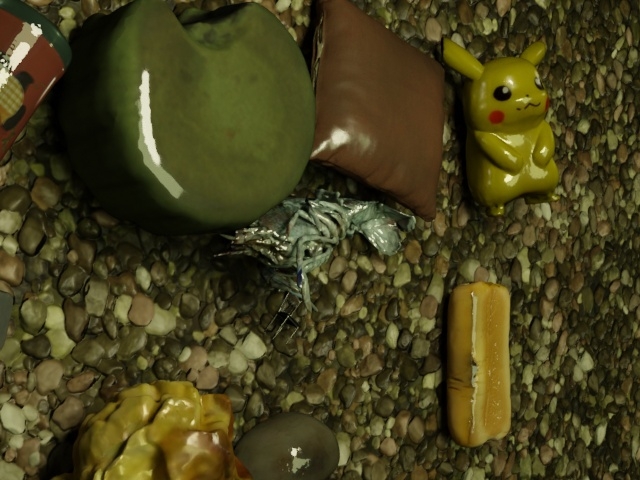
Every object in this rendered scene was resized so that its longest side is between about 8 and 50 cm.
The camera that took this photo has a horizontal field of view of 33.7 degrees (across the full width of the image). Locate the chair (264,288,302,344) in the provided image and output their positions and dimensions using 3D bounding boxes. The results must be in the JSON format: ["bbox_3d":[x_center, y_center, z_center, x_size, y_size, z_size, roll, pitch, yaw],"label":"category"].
[{"bbox_3d":[-0.049,0.120,1.661,0.037,0.042,0.086,49,62,-36],"label":"chair"}]

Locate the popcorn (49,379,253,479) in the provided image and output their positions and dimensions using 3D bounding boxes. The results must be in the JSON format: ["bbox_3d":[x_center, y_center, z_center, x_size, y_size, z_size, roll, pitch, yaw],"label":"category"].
[{"bbox_3d":[-0.235,0.338,1.407,0.332,0.225,0.265,-39,106,-9],"label":"popcorn"}]

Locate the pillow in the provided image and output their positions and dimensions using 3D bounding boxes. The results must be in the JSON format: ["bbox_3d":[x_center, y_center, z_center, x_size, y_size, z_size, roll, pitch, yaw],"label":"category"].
[{"bbox_3d":[0.098,-0.213,1.707,0.305,0.108,0.307,25,61,-38],"label":"pillow"}]

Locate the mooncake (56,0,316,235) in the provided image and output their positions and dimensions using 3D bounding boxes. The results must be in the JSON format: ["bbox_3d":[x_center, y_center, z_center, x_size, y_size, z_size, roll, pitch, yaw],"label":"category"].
[{"bbox_3d":[-0.177,-0.170,1.439,0.351,0.187,0.351,9,77,-43],"label":"mooncake"}]

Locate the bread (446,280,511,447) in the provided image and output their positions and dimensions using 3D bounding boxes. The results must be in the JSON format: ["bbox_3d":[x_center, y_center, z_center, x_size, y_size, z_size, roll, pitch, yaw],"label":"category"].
[{"bbox_3d":[0.284,0.223,1.924,0.142,0.091,0.305,-3,94,-48],"label":"bread"}]

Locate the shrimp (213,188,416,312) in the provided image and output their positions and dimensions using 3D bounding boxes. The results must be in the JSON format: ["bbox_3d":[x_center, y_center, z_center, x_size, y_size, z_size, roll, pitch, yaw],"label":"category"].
[{"bbox_3d":[-0.005,-0.002,1.622,0.221,0.166,0.410,-57,165,29],"label":"shrimp"}]

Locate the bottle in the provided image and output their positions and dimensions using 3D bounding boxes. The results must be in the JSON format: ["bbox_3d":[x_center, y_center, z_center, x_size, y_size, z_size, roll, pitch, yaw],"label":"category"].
[{"bbox_3d":[-0.438,-0.127,1.249,0.144,0.144,0.336,41,68,-35],"label":"bottle"}]

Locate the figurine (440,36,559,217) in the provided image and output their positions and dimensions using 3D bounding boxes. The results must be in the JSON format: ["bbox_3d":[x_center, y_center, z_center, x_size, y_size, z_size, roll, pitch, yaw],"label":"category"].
[{"bbox_3d":[0.341,-0.212,1.903,0.218,0.169,0.326,-14,112,-23],"label":"figurine"}]

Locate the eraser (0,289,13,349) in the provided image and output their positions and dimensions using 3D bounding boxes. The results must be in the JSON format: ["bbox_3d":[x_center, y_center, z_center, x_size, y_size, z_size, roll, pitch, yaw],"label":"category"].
[{"bbox_3d":[-0.519,0.069,1.236,0.352,0.061,0.089,17,81,-40],"label":"eraser"}]

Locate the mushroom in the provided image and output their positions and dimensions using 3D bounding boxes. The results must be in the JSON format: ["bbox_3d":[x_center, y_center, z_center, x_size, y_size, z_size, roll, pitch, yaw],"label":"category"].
[{"bbox_3d":[-0.045,0.343,1.639,0.188,0.117,0.141,-18,92,-35],"label":"mushroom"}]
